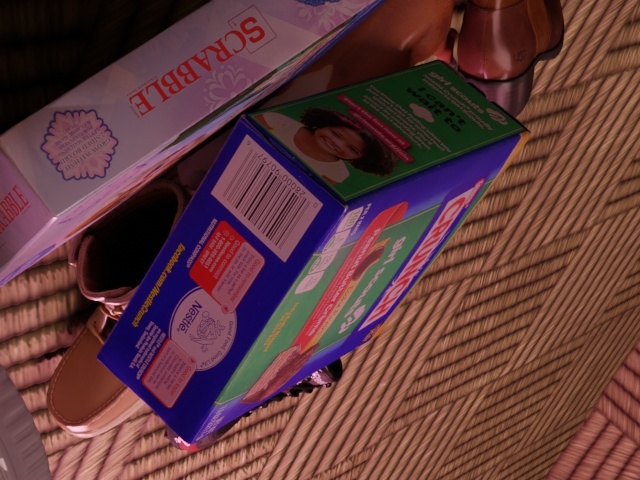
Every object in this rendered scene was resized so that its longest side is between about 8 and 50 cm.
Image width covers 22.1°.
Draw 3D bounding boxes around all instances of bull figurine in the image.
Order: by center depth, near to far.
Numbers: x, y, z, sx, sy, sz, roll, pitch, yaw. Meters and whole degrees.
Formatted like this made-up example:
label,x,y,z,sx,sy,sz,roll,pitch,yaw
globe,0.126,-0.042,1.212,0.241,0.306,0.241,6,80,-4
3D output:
label,x,y,z,sx,sy,sz,roll,pitch,yaw
bull figurine,0.010,-0.126,1.493,0.310,0.101,0.188,-43,161,-8

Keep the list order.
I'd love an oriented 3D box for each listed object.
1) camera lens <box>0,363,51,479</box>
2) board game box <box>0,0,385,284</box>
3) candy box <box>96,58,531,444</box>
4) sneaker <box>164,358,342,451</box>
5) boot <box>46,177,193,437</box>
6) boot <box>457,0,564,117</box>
label,x,y,z,sx,sy,sz,roll,pitch,yaw
camera lens,-0.360,0.188,1.166,0.274,0.219,0.219,-33,153,-33
board game box,-0.122,-0.087,1.181,0.318,0.066,0.318,-37,-177,-25
candy box,0.000,0.000,1.368,0.317,0.122,0.268,-26,154,-55
sneaker,-0.056,0.134,1.747,0.276,0.135,0.097,-50,160,8
boot,-0.175,0.062,1.429,0.262,0.095,0.203,-46,164,5
boot,0.178,-0.293,1.552,0.264,0.096,0.280,-54,149,-49
